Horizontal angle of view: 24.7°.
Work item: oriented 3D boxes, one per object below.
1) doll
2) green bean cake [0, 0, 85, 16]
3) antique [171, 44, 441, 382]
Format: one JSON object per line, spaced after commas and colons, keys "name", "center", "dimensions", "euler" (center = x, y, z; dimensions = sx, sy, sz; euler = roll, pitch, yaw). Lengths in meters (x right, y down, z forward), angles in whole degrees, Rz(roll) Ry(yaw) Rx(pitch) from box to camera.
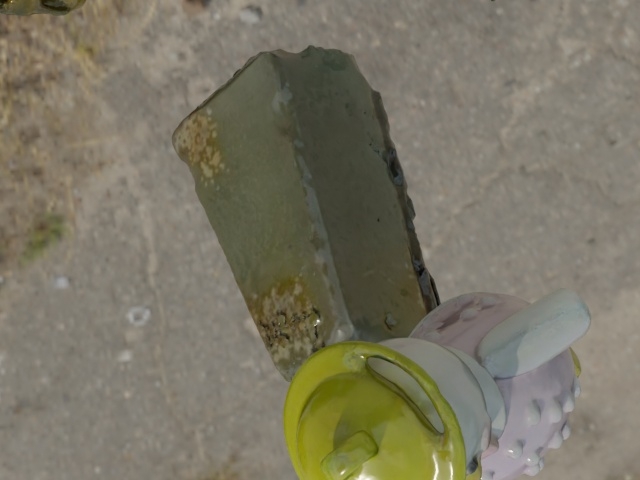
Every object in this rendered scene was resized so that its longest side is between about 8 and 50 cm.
{"name": "doll", "center": [0.047, 0.064, 0.562], "dimensions": [0.129, 0.081, 0.207], "euler": [-41, 166, 21]}
{"name": "green bean cake", "center": [-0.325, -0.336, 1.448], "dimensions": [0.230, 0.131, 0.224], "euler": [-3, 121, -33]}
{"name": "antique", "center": [0.000, 0.000, 1.156], "dimensions": [0.125, 0.284, 0.150], "euler": [-1, 152, -44]}
